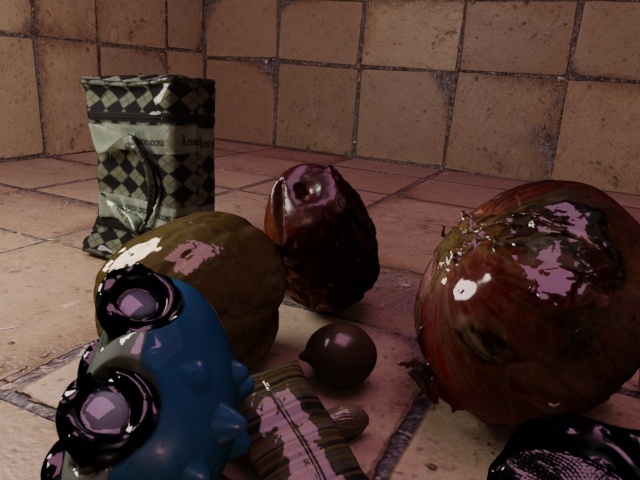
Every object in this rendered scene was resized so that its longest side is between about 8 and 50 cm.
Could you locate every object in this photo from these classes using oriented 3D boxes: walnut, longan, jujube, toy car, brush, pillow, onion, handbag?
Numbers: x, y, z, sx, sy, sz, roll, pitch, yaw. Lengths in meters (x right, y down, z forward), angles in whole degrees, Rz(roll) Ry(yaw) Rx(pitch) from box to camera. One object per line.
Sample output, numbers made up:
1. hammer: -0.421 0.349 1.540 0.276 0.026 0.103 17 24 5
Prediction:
1. walnut: -0.179 0.083 0.807 0.282 0.227 0.283 22 38 -18
2. longan: 0.025 0.163 0.801 0.113 0.092 0.113 2 16 -1
3. jujube: 0.000 0.000 0.968 0.216 0.216 0.342 7 -22 9
4. toy car: -0.160 0.163 0.566 0.190 0.188 0.255 16 42 -17
5. brush: -0.085 0.233 0.660 0.299 0.042 0.039 -5 36 -14
6. pillow: -0.031 0.219 0.616 0.113 0.038 0.203 -14 40 -26
7. onion: 0.266 0.086 0.738 0.353 0.354 0.354 3 17 -1
8. handbag: -0.387 -0.144 1.207 0.316 0.416 0.180 8 13 27

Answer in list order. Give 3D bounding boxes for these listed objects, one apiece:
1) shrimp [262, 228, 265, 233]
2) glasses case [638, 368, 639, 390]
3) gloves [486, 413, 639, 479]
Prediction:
1. shrimp: -0.145 0.028 1.200 0.222 0.054 0.290 -31 -3 -11
2. glasses case: 0.612 0.219 0.745 0.131 0.070 0.312 -23 29 -31
3. gloves: 0.311 0.240 0.497 0.301 0.152 0.197 -15 7 44
